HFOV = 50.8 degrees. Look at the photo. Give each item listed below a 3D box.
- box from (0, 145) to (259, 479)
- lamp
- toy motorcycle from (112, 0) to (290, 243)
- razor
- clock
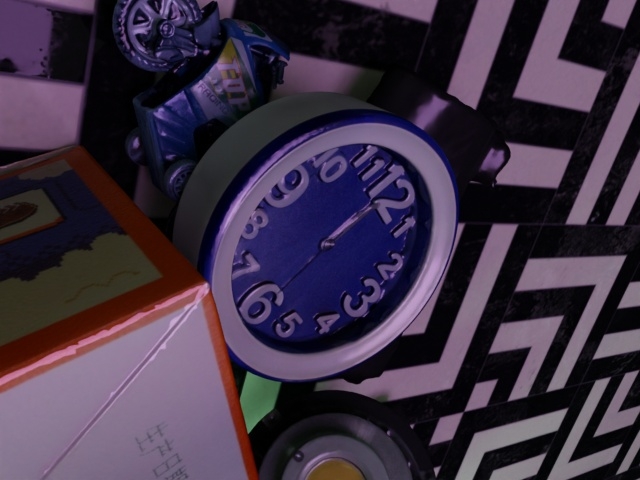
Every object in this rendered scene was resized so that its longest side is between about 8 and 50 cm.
[{"bbox_3d":[-0.237,0.167,0.481,0.319,0.257,0.348,-27,129,-24],"label":"box"},{"bbox_3d":[0.021,0.275,0.721,0.374,0.205,0.272,-14,156,-29],"label":"lamp"},{"bbox_3d":[-0.083,-0.089,0.555,0.136,0.092,0.254,-23,126,-26],"label":"toy motorcycle"},{"bbox_3d":[0.056,-0.007,0.699,0.189,0.107,0.326,17,105,-41],"label":"razor"},{"bbox_3d":[0.000,0.000,0.545,0.231,0.083,0.230,-15,120,-27],"label":"clock"}]
